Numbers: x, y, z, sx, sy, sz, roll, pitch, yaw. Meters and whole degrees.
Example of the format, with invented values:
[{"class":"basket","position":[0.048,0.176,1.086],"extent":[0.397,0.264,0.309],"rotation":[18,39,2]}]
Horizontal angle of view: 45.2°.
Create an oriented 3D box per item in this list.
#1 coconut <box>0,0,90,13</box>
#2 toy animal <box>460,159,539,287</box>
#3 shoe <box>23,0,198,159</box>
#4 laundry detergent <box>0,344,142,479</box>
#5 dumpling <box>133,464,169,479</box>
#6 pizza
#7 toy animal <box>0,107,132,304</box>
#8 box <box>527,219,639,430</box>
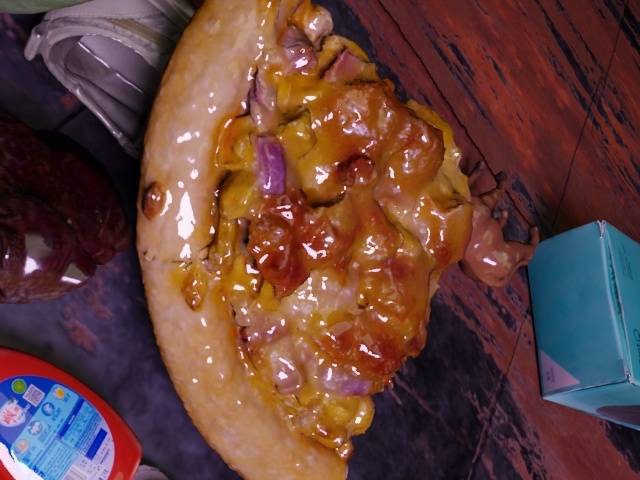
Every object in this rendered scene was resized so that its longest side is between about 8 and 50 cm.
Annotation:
[{"class":"coconut","position":[-0.197,-0.279,0.422],"extent":[0.281,0.328,0.329],"rotation":[42,45,-46]},{"class":"toy animal","position":[0.137,-0.038,0.829],"extent":[0.229,0.066,0.224],"rotation":[-36,98,-43]},{"class":"shoe","position":[-0.098,-0.094,0.589],"extent":[0.275,0.103,0.098],"rotation":[38,48,-20]},{"class":"laundry detergent","position":[-0.186,0.106,0.441],"extent":[0.165,0.049,0.097],"rotation":[44,49,-19]},{"class":"dumpling","position":[-0.106,0.182,0.480],"extent":[0.057,0.052,0.076],"rotation":[10,75,-55]},{"class":"pizza","position":[0.000,0.000,0.550],"extent":[0.277,0.114,0.409],"rotation":[-4,103,-36]},{"class":"toy animal","position":[-0.185,-0.032,0.410],"extent":[0.218,0.179,0.116],"rotation":[4,95,-46]},{"class":"box","position":[0.400,0.125,0.984],"extent":[0.311,0.118,0.205],"rotation":[23,54,-38]}]
